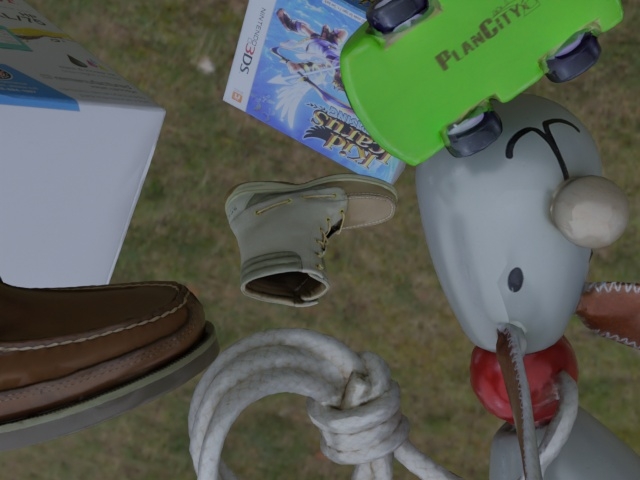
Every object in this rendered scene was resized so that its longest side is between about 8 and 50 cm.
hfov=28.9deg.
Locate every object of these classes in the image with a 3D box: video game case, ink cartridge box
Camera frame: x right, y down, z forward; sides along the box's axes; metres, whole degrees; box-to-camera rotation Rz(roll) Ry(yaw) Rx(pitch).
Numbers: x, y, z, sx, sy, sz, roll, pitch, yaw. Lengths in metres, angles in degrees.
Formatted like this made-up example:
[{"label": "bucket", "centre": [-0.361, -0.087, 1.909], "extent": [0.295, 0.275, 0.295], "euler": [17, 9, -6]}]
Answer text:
[{"label": "video game case", "centre": [0.019, -0.226, 1.644], "extent": [0.269, 0.061, 0.244], "euler": [29, 136, 8]}, {"label": "ink cartridge box", "centre": [-0.314, -0.094, 1.103], "extent": [0.198, 0.270, 0.197], "euler": [0, 119, -46]}]

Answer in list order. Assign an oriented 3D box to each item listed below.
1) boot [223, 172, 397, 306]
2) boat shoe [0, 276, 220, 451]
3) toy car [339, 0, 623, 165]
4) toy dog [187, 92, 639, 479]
[{"label": "boot", "centre": [0.000, 0.000, 1.469], "extent": [0.213, 0.165, 0.077], "euler": [-3, 133, -11]}, {"label": "boat shoe", "centre": [-0.211, 0.053, 0.656], "extent": [0.307, 0.111, 0.104], "euler": [-12, 102, -8]}, {"label": "toy car", "centre": [0.101, -0.112, 0.433], "extent": [0.225, 0.053, 0.239], "euler": [-35, 109, 2]}, {"label": "toy dog", "centre": [0.125, 0.120, 0.489], "extent": [0.161, 0.220, 0.334], "euler": [15, 147, 56]}]
